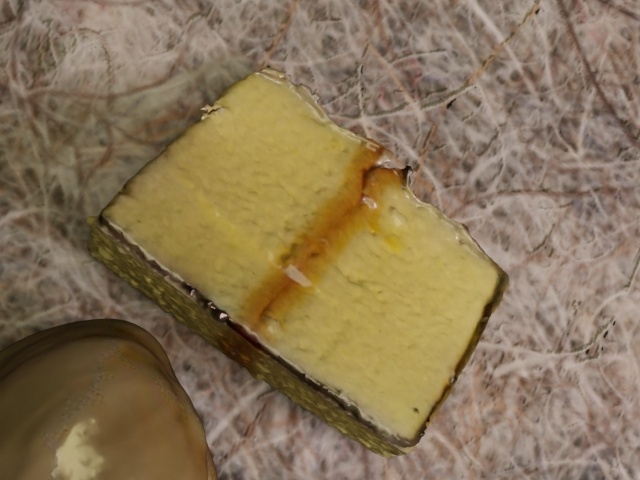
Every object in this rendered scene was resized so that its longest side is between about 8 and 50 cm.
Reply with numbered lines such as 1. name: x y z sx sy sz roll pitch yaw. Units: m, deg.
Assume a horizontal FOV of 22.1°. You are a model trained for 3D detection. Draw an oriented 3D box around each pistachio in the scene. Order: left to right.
1. pistachio: -0.163 0.180 0.944 0.197 0.166 0.288 21 82 16

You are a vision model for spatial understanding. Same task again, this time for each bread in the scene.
1. bread: 0.000 0.000 1.011 0.240 0.135 0.178 37 77 -2
